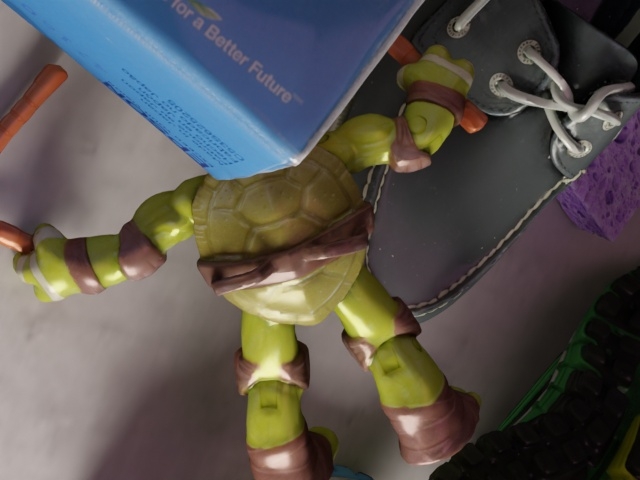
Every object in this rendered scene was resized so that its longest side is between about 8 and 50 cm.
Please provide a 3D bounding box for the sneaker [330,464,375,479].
[{"bbox_3d":[-0.025,0.159,0.798,0.191,0.083,0.071,-7,105,-37],"label":"sneaker"}]

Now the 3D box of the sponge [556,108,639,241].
[{"bbox_3d":[0.186,-0.114,0.907,0.210,0.031,0.117,-50,127,-14],"label":"sponge"}]

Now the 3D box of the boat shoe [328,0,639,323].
[{"bbox_3d":[0.105,-0.094,0.781,0.116,0.099,0.319,34,90,-19],"label":"boat shoe"}]

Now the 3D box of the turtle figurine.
[{"bbox_3d":[0.000,0.000,0.719,0.269,0.087,0.217,-24,112,-6],"label":"turtle figurine"}]

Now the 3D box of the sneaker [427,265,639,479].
[{"bbox_3d":[0.143,0.128,0.907,0.343,0.134,0.146,-30,160,-37],"label":"sneaker"}]

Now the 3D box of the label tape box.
[{"bbox_3d":[-0.017,-0.233,0.617,0.249,0.115,0.347,39,76,-13],"label":"label tape box"}]
